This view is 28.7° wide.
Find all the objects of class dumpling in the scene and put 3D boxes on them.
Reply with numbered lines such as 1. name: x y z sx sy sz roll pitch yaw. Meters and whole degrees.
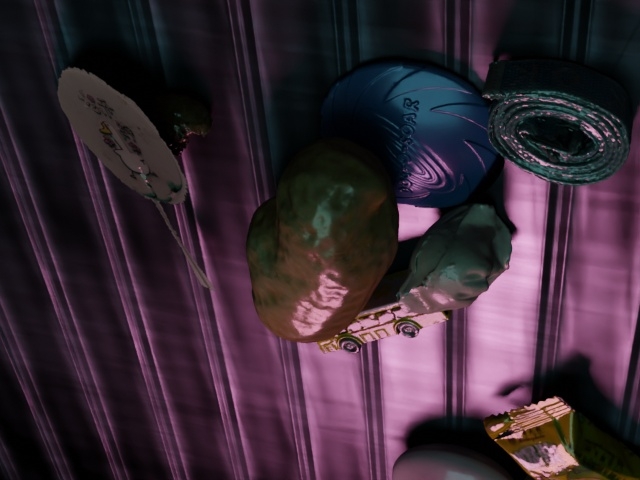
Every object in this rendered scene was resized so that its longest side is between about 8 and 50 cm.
1. dumpling: 0.185 0.036 1.646 0.127 0.108 0.188 26 109 -25

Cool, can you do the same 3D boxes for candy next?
1. candy: 0.401 0.336 1.915 0.297 0.081 0.187 37 139 -19

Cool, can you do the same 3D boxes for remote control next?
1. remote control: 0.249 0.451 2.089 0.221 0.103 0.332 -8 132 32

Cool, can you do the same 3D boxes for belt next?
1. belt: 0.276 -0.133 1.447 0.163 0.082 0.148 2 132 20

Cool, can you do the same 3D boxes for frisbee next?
1. frisbee: 0.111 -0.120 1.561 0.242 0.045 0.242 12 141 10

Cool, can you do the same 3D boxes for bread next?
1. bread: -0.202 -0.149 1.648 0.082 0.060 0.113 36 139 -21

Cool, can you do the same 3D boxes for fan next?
1. fan: -0.237 -0.078 1.719 0.233 0.012 0.415 22 148 41

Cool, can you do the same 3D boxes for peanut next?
1. peanut: 0.000 0.000 1.629 0.192 0.169 0.387 48 149 14

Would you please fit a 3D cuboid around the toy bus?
1. toy bus: 0.086 0.102 1.787 0.226 0.081 0.074 -17 126 36

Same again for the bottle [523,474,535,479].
1. bottle: 0.377 0.417 2.044 0.096 0.045 0.045 38 137 -20
